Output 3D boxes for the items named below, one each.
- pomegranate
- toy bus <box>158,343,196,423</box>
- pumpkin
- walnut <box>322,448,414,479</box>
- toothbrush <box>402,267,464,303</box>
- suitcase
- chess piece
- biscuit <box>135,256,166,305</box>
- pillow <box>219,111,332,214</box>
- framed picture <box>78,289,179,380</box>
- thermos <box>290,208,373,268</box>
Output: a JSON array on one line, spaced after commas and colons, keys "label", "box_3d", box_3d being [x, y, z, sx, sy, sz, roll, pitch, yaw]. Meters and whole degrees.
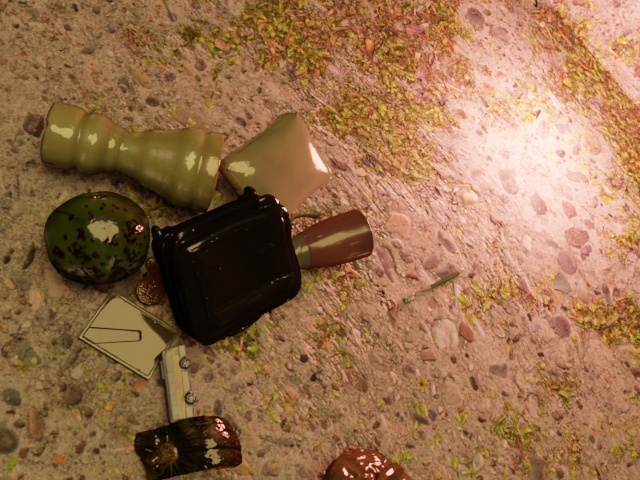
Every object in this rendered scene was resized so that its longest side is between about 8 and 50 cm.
[{"label": "pomegranate", "box_3d": [-0.542, 0.006, 1.696, 0.254, 0.271, 0.254, 8, 33, -5]}, {"label": "toy bus", "box_3d": [-0.355, 0.356, 1.725, 0.075, 0.064, 0.191, -8, 78, -21]}, {"label": "pumpkin", "box_3d": [-0.307, 0.492, 1.658, 0.248, 0.126, 0.131, -5, 70, -25]}, {"label": "walnut", "box_3d": [0.121, 0.652, 1.726, 0.273, 0.273, 0.227, -5, 106, -26]}, {"label": "toothbrush", "box_3d": [0.356, 0.138, 2.164, 0.257, 0.018, 0.024, -24, 84, -30]}, {"label": "suitcase", "box_3d": [-0.229, 0.070, 1.776, 0.345, 0.188, 0.339, -28, 121, -33]}, {"label": "chess piece", "box_3d": [-0.489, -0.226, 1.823, 0.442, 0.234, 0.234, 13, 65, -14]}, {"label": "biscuit", "box_3d": [-0.401, 0.094, 1.830, 0.138, 0.031, 0.205, 46, 59, -1]}, {"label": "pillow", "box_3d": [-0.121, -0.200, 2.001, 0.322, 0.119, 0.255, -44, 114, -35]}, {"label": "framed picture", "box_3d": [-0.479, 0.237, 1.748, 0.203, 0.015, 0.150, 34, 60, -10]}, {"label": "thermos", "box_3d": [0.000, 0.000, 1.990, 0.265, 0.146, 0.176, -15, 87, -21]}]
